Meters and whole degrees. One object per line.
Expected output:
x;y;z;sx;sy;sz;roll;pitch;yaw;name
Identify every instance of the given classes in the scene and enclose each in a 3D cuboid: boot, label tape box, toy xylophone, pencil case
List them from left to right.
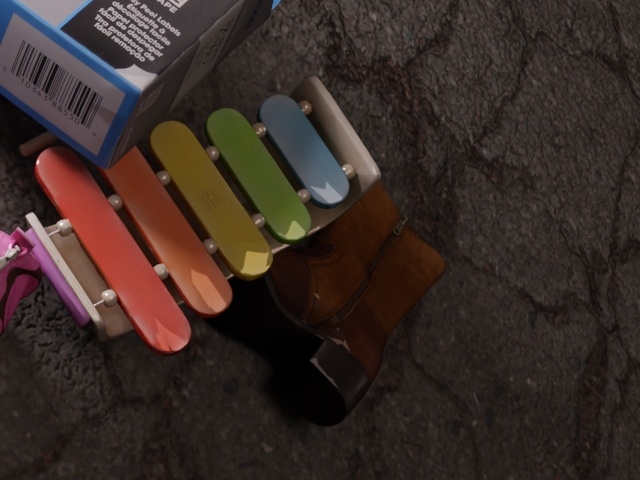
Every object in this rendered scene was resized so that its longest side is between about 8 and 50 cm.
-0.295;0.081;1.490;0.095;0.098;0.209;44;49;-25;pencil case
-0.178;-0.251;1.658;0.249;0.115;0.347;35;48;5;label tape box
-0.123;-0.047;1.645;0.323;0.081;0.236;-37;82;-28;toy xylophone
0.000;0.000;1.832;0.264;0.096;0.280;47;41;-10;boot
